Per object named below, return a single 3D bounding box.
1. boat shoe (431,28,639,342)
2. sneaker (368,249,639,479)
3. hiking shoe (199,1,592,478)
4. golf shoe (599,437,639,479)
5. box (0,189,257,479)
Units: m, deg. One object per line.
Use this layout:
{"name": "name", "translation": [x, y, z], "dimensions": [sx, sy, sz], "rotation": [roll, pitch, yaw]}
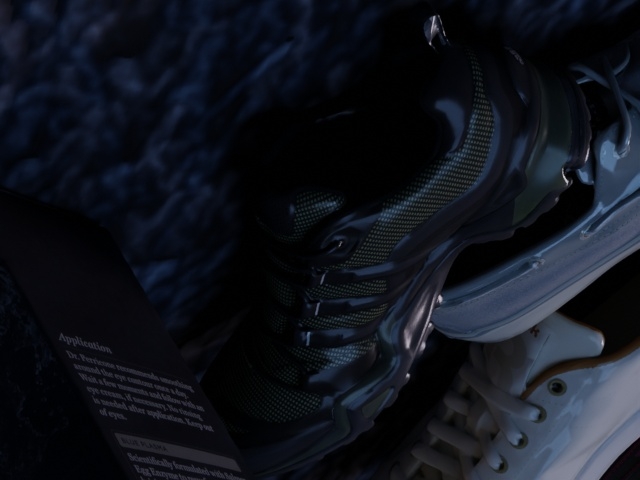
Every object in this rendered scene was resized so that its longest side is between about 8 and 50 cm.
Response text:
{"name": "boat shoe", "translation": [0.120, -0.037, 0.806], "dimensions": [0.227, 0.079, 0.081], "rotation": [-41, 152, 18]}
{"name": "sneaker", "translation": [0.091, 0.077, 0.930], "dimensions": [0.290, 0.106, 0.123], "rotation": [-45, 138, 4]}
{"name": "hiking shoe", "translation": [0.000, 0.000, 0.765], "dimensions": [0.114, 0.086, 0.227], "rotation": [24, 112, -39]}
{"name": "golf shoe", "translation": [0.221, 0.101, 1.047], "dimensions": [0.272, 0.120, 0.105], "rotation": [-27, 146, -13]}
{"name": "box", "translation": [-0.123, 0.090, 0.683], "dimensions": [0.156, 0.158, 0.093], "rotation": [-44, 147, 16]}
